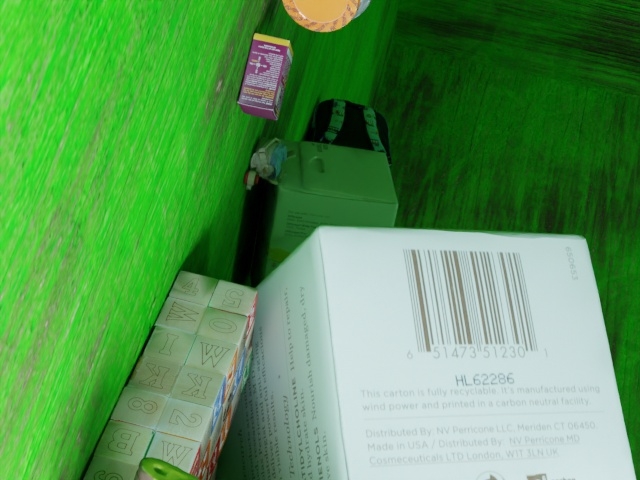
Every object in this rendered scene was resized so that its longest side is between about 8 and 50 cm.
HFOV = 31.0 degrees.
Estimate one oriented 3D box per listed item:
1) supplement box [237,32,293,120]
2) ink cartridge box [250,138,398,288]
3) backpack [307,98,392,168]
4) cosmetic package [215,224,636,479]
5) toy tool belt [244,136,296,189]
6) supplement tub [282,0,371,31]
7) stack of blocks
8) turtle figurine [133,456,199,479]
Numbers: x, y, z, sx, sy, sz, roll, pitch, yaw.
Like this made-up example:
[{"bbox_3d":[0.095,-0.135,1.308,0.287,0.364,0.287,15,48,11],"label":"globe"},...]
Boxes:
[{"bbox_3d":[-0.062,-0.185,1.306,0.055,0.043,0.083,69,34,-83],"label":"supplement box"},{"bbox_3d":[0.000,0.000,1.629,0.171,0.168,0.233,-98,-163,-61],"label":"ink cartridge box"},{"bbox_3d":[0.046,-0.170,2.087,0.117,0.158,0.173,111,-14,-44],"label":"backpack"},{"bbox_3d":[0.088,0.204,1.284,0.393,0.329,0.327,136,-49,-59],"label":"cosmetic package"},{"bbox_3d":[-0.064,-0.097,1.490,0.083,0.051,0.052,-71,173,-47],"label":"toy tool belt"},{"bbox_3d":[0.018,-0.337,1.385,0.190,0.117,0.117,-71,173,-48],"label":"supplement tub"},{"bbox_3d":[-0.144,0.193,1.121,0.297,0.087,0.171,-72,174,-49],"label":"stack of blocks"},{"bbox_3d":[-0.172,0.274,0.899,0.217,0.087,0.269,-59,159,15],"label":"turtle figurine"}]
